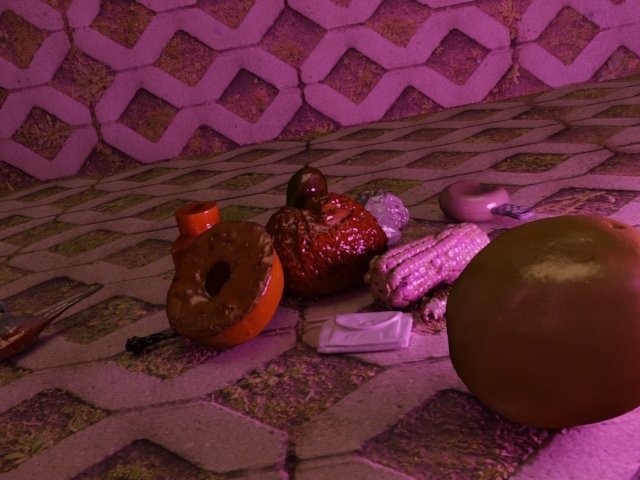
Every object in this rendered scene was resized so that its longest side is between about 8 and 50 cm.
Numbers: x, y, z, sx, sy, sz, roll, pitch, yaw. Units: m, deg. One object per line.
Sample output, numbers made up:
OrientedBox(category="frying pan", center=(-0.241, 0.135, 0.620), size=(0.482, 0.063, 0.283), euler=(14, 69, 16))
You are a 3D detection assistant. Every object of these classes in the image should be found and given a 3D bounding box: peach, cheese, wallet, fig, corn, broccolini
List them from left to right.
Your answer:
OrientedBox(category="broccolini", center=(-0.307, 0.196, 1.460), size=(0.218, 0.042, 0.044), euler=(-16, 21, -18))
OrientedBox(category="fig", center=(-0.069, -0.147, 2.125), size=(0.184, 0.133, 0.127), euler=(-24, 59, -21))
OrientedBox(category="wallet", center=(0.085, 0.174, 1.320), size=(0.182, 0.032, 0.124), euler=(-5, 23, 15))
OrientedBox(category="corn", center=(0.238, 0.045, 1.465), size=(0.335, 0.127, 0.126), euler=(-23, 23, -34))
OrientedBox(category="cheese", center=(0.439, -0.092, 1.790), size=(0.163, 0.082, 0.286), euler=(-23, 26, -28))
OrientedBox(category="peach", center=(0.337, 0.119, 0.965), size=(0.315, 0.314, 0.282), euler=(-7, 53, 10))

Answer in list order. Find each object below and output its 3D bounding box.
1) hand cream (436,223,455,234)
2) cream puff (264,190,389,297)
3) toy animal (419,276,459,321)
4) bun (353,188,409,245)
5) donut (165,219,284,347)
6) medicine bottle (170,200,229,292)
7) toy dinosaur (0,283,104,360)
OrientedBox(category="hand cream", center=(0.287, 0.005, 1.680), size=(0.057, 0.037, 0.165), euler=(8, 33, 43))
OrientedBox(category="cream puff", center=(0.000, 0.000, 1.575), size=(0.302, 0.212, 0.303), euler=(-11, 21, 4))
OrientedBox(category="toy animal", center=(0.292, 0.101, 1.369), size=(0.099, 0.057, 0.241), euler=(9, 28, 44))
OrientedBox(category="bun", center=(0.137, -0.062, 1.799), size=(0.203, 0.127, 0.212), euler=(-16, 21, -7))
OrientedBox(category="donut", center=(-0.193, 0.099, 1.425), size=(0.277, 0.108, 0.278), euler=(-15, 51, 20))
OrientedBox(category="medicine bottle", center=(-0.271, 0.027, 1.626), size=(0.111, 0.222, 0.149), euler=(-1, 22, 26))
OrientedBox(category="toy dinosaur", center=(-0.688, 0.196, 1.588), size=(0.392, 0.092, 0.205), euler=(-15, 20, -14))
